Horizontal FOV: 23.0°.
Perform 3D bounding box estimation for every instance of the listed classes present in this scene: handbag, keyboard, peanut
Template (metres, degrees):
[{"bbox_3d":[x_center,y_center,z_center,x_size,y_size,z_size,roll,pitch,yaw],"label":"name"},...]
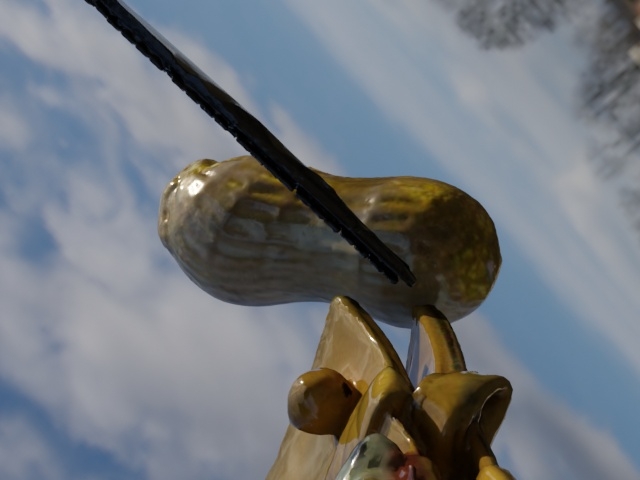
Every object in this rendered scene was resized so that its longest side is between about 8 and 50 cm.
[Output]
[{"bbox_3d":[0.019,0.209,0.666,0.133,0.283,0.401,15,-160,-11],"label":"handbag"},{"bbox_3d":[-0.033,-0.048,0.709,0.196,0.015,0.074,43,180,-3],"label":"keyboard"},{"bbox_3d":[0.000,0.000,0.867,0.206,0.087,0.087,10,177,25],"label":"peanut"}]
